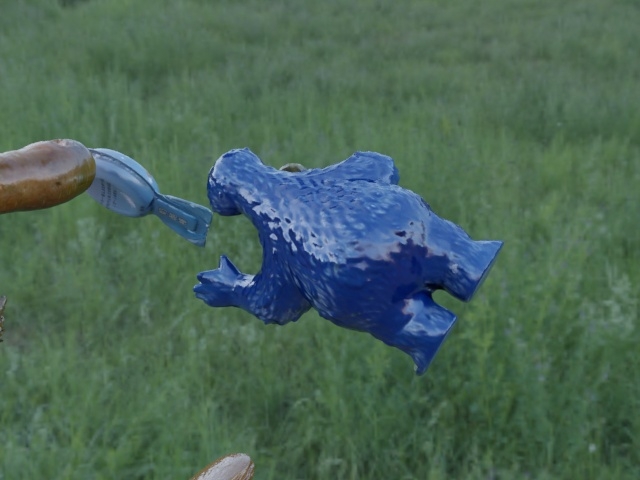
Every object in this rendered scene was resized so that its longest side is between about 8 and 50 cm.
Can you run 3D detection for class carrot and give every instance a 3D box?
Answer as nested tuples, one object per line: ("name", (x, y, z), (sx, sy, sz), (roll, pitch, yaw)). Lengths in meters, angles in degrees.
("carrot", (-0.357, -0.073, 0.969), (0.087, 0.087, 0.193), (0, 17, 30))

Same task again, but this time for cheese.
("cheese", (-0.274, -0.071, 1.196), (0.244, 0.052, 0.135), (28, -30, -1))

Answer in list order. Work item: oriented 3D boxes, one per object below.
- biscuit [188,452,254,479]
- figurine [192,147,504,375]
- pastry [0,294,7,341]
("biscuit", (-0.140, 0.368, 1.110), (0.186, 0.036, 0.192), (-35, 23, -34))
("figurine", (0.008, -0.004, 0.641), (0.262, 0.164, 0.121), (16, -12, 18))
("pastry", (-0.768, 0.132, 1.478), (0.292, 0.405, 0.337), (-5, 28, 15))
